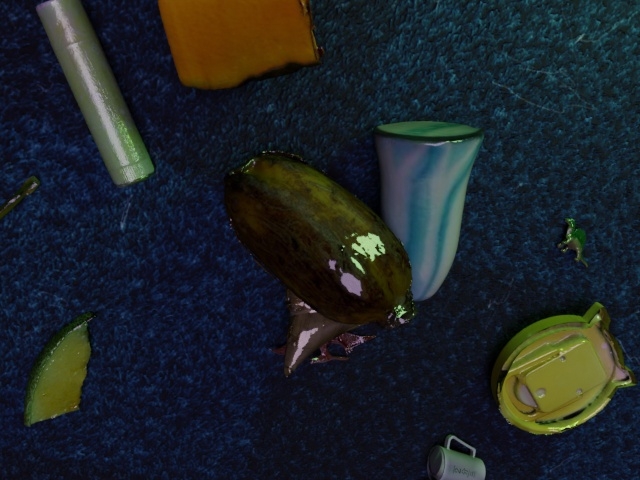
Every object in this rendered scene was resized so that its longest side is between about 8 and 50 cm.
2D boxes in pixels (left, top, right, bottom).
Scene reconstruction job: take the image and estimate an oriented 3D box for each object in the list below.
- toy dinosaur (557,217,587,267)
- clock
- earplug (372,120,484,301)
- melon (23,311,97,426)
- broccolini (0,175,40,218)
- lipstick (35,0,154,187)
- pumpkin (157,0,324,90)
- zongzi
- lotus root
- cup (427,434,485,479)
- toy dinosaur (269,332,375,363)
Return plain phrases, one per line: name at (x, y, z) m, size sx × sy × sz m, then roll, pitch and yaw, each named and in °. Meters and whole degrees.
toy dinosaur at (0.522, 0.010, 1.077) m, size 0.119 × 0.029 × 0.060 m, roll 44°, pitch 83°, yaw -18°
clock at (0.500, 0.279, 1.130) m, size 0.293 × 0.071 × 0.277 m, roll -26°, pitch 112°, yaw 2°
earplug at (0.181, -0.038, 0.953) m, size 0.184 × 0.185 × 0.324 m, roll -2°, pitch 111°, yaw -5°
melon at (-0.496, 0.252, 1.027) m, size 0.114 × 0.053 × 0.262 m, roll 24°, pitch 103°, yaw -20°
broccolini at (-0.601, -0.033, 0.944) m, size 0.254 × 0.071 × 0.057 m, roll -39°, pitch 65°, yaw -1°
lipstick at (-0.365, -0.237, 0.880) m, size 0.076 × 0.076 × 0.304 m, roll -18°, pitch 107°, yaw 0°
pumpkin at (-0.119, -0.384, 0.771) m, size 0.225 × 0.256 × 0.304 m, roll -6°, pitch 84°, yaw 0°
zongzi at (0.022, 0.161, 0.996) m, size 0.194 × 0.099 × 0.198 m, roll 8°, pitch 73°, yaw -11°
lotus root at (0.000, 0.000, 0.897) m, size 0.397 × 0.179 × 0.196 m, roll 43°, pitch 75°, yaw 8°
cup at (0.303, 0.490, 1.181) m, size 0.116 × 0.074 × 0.104 m, roll 16°, pitch 76°, yaw -14°
toy dinosaur at (0.006, 0.203, 1.075) m, size 0.220 × 0.032 × 0.108 m, roll -6°, pitch 105°, yaw -6°
